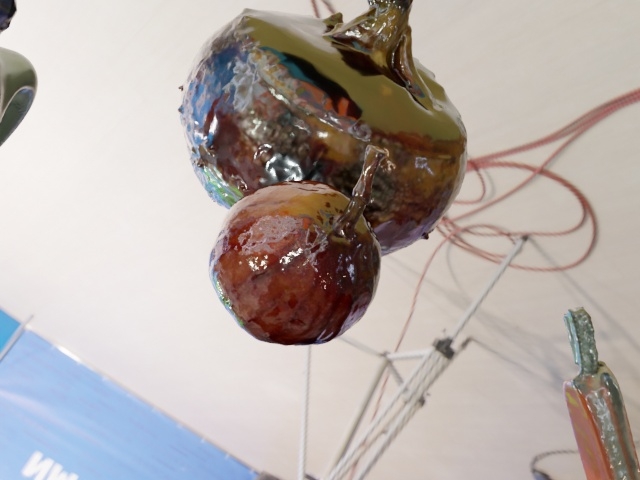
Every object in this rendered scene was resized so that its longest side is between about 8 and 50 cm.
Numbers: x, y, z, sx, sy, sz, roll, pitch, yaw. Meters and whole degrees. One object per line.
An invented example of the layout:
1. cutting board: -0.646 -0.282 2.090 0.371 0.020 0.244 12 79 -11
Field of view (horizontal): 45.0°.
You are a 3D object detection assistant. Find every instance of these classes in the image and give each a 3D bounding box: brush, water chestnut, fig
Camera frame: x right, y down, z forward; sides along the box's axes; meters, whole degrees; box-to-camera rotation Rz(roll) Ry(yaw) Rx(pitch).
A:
1. brush: 0.333 0.233 0.914 0.070 0.051 0.323 -139 34 -83
2. water chestnut: 0.013 -0.154 0.884 0.350 0.350 0.302 31 121 0
3. fig: -0.003 0.009 0.556 0.150 0.128 0.128 -25 130 9

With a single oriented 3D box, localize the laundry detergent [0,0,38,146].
1. laundry detergent: -0.277 -0.070 0.494 0.105 0.280 0.215 43 -174 7
